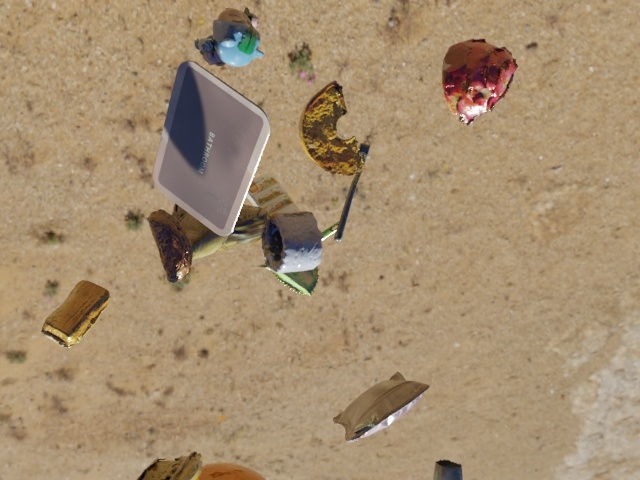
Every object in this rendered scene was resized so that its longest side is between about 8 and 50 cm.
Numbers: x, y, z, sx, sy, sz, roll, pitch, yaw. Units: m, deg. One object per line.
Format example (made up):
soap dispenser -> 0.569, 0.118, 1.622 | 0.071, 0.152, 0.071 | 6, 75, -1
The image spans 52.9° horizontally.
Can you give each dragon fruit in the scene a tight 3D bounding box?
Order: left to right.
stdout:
dragon fruit -> 0.427, -0.460, 1.784 | 0.189, 0.262, 0.163 | 19, 165, -11

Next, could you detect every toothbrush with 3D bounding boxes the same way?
toothbrush -> 0.086, -0.136, 1.826 | 0.030, 0.298, 0.030 | 18, 176, -15

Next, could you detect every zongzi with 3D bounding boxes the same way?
zongzi -> -0.287, -0.010, 1.835 | 0.285, 0.288, 0.134 | 1, 119, -8

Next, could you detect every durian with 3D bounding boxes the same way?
durian -> -0.104, 0.105, 2.319 | 0.220, 0.137, 0.095 | 32, 161, 0

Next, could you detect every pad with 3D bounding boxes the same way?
pad -> -0.179, -0.135, 1.009 | 0.176, 0.002, 0.266 | 36, 132, 9

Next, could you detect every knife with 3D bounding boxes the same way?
knife -> 0.000, 0.000, 2.238 | 0.212, 0.054, 0.015 | -35, 169, 26

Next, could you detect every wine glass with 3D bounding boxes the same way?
wine glass -> 0.238, 0.519, 1.207 | 0.066, 0.198, 0.066 | 5, 172, 1

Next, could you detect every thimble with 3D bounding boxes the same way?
thimble -> -0.070, 0.004, 1.592 | 0.117, 0.152, 0.127 | -3, 159, -30

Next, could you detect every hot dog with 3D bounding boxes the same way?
hot dog -> -0.289, 0.008, 1.257 | 0.065, 0.147, 0.099 | -16, -174, -4

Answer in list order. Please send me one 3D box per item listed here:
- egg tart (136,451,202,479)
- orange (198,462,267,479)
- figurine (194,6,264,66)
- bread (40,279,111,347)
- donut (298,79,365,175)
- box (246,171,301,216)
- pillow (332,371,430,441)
egg tart -> -0.307, 0.491, 1.201 | 0.105, 0.241, 0.241 | 30, 134, 3
orange -> -0.221, 0.663, 1.460 | 0.311, 0.312, 0.312 | -7, 141, -6
figurine -> -0.196, -0.433, 1.360 | 0.114, 0.145, 0.178 | 25, 164, -39
bread -> -0.453, 0.135, 1.200 | 0.074, 0.132, 0.053 | 24, 141, 6
donut -> 0.010, -0.291, 1.760 | 0.152, 0.101, 0.259 | -23, 108, -20
box -> -0.149, -0.115, 2.095 | 0.122, 0.220, 0.032 | -30, 166, -31
pillow -> 0.079, 0.232, 0.911 | 0.130, 0.038, 0.233 | -35, 176, -9
